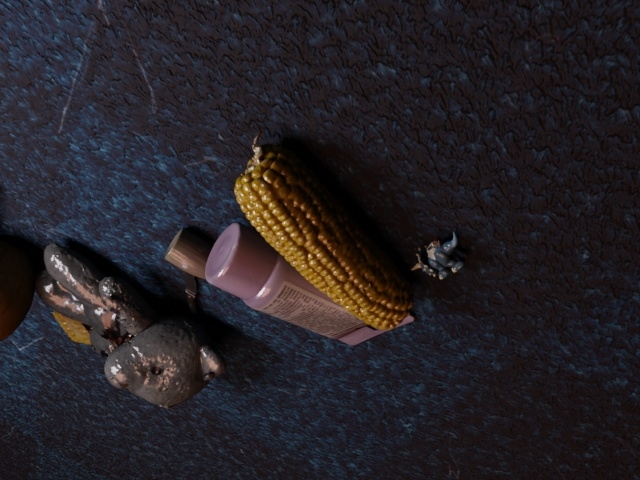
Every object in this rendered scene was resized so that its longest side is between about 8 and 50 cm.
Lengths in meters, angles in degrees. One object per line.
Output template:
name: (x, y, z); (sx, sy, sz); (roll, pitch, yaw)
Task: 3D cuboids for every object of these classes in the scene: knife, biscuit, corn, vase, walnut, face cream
knife: (-0.200, 0.070, 1.428); (0.023, 0.010, 0.170); (17, 141, 15)
biscuit: (-0.439, 0.160, 1.685); (0.081, 0.018, 0.083); (4, 137, 29)
corn: (0.000, 0.000, 1.137); (0.101, 0.101, 0.310); (-14, 127, 43)
vase: (-0.168, 0.029, 1.323); (0.100, 0.053, 0.053); (33, 144, -13)
walnut: (-0.556, 0.082, 1.513); (0.167, 0.207, 0.167); (1, 128, 1)
face cream: (-0.019, 0.073, 1.262); (0.274, 0.096, 0.154); (29, 144, -24)

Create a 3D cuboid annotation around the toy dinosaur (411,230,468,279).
toy dinosaur: (0.145, 0.018, 1.124); (0.047, 0.030, 0.083); (37, 143, -16)

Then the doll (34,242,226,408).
doll: (-0.329, 0.155, 1.488); (0.340, 0.158, 0.246); (34, 141, -7)
